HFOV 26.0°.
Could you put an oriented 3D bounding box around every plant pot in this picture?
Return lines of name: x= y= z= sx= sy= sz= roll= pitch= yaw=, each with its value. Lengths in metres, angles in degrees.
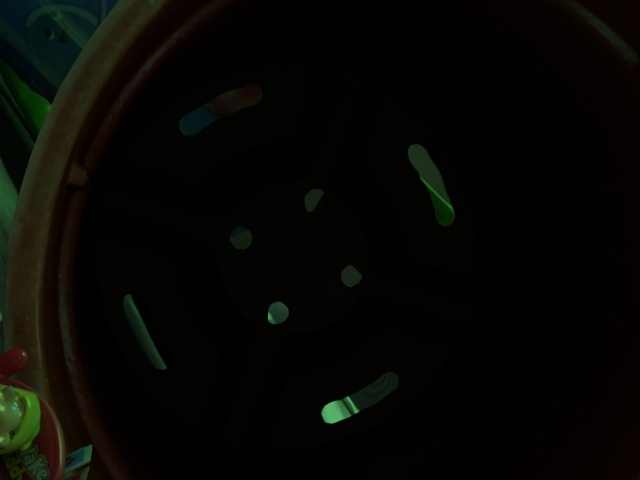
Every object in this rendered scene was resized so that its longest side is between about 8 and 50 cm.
plant pot: x=0.015 y=0.012 z=0.545 sx=0.272 sy=0.272 sz=0.265 roll=57 pitch=-9 yaw=-10

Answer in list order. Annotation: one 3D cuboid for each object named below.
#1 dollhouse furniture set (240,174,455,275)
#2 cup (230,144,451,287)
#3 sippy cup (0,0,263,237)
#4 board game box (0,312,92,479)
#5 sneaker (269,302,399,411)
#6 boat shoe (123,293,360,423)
dollhouse furniture set: x=0.063 y=0.109 z=0.965 sx=0.301 sy=0.197 sz=0.151 roll=45 pitch=-15 yaw=5
cup: x=0.000 y=0.000 z=1.371 sx=0.331 sy=0.331 sz=0.237 roll=56 pitch=-27 yaw=29
sippy cup: x=-0.068 y=-0.130 z=0.781 sx=0.224 sy=0.240 sz=0.305 roll=50 pitch=-8 yaw=3
board game box: x=-0.085 y=0.032 z=0.297 sx=0.133 sy=0.033 sz=0.168 roll=58 pitch=-2 yaw=-13
sneaker: x=0.030 y=0.175 z=1.184 sx=0.152 sy=0.114 sz=0.305 roll=10 pitch=-55 yaw=51
boat shoe: x=-0.024 y=0.108 z=0.739 sx=0.258 sy=0.095 sz=0.084 roll=47 pitch=2 yaw=3
